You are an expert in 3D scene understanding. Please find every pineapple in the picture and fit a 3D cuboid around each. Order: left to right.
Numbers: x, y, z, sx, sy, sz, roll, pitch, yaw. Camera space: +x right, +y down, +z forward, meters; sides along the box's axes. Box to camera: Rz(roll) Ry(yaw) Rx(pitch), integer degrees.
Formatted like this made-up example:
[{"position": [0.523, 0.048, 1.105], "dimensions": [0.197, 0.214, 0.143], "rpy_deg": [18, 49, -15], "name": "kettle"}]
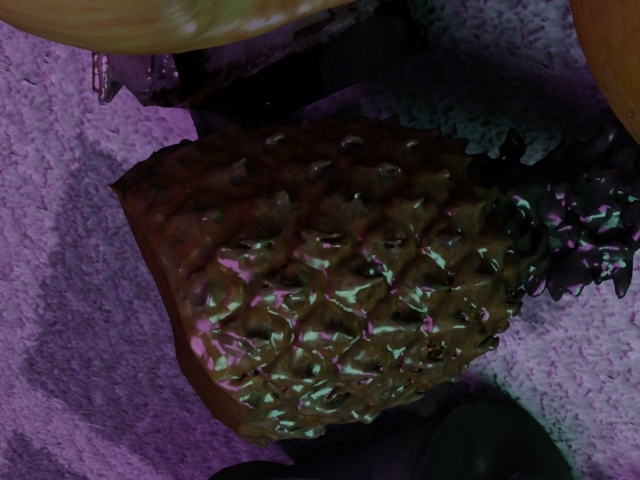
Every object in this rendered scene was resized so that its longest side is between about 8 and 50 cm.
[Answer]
[{"position": [0.067, -0.004, 0.999], "dimensions": [0.202, 0.362, 0.202], "rpy_deg": [162, 90, -80], "name": "pineapple"}]

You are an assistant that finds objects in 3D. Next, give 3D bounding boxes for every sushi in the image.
[{"position": [-0.067, -0.159, 1.104], "dimensions": [0.273, 0.134, 0.109], "rpy_deg": [10, 121, 53], "name": "sushi"}]

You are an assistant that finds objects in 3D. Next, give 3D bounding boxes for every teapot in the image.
[{"position": [0.033, 0.240, 1.321], "dimensions": [0.270, 0.200, 0.337], "rpy_deg": [23, 149, -33], "name": "teapot"}]

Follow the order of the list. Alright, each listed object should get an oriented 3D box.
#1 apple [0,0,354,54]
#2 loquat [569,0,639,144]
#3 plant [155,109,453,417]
[{"position": [-0.078, -0.281, 0.766], "dimensions": [0.346, 0.391, 0.391], "rpy_deg": [56, 143, 12], "name": "apple"}, {"position": [0.250, -0.121, 0.768], "dimensions": [0.263, 0.263, 0.263], "rpy_deg": [21, 138, 20], "name": "loquat"}, {"position": [0.001, 0.001, 1.165], "dimensions": [0.274, 0.146, 0.149], "rpy_deg": [36, 100, 4], "name": "plant"}]
